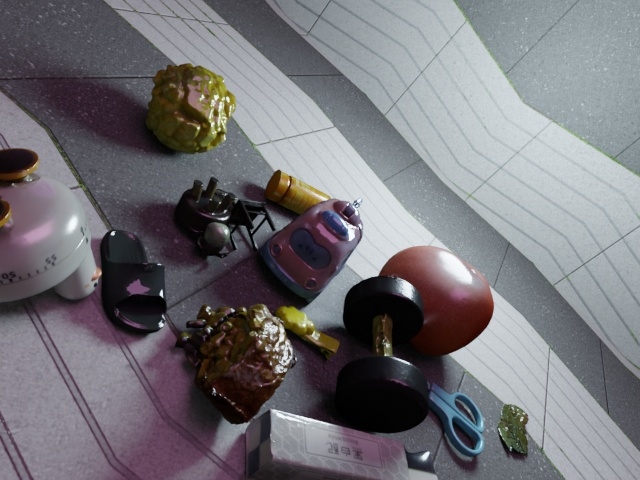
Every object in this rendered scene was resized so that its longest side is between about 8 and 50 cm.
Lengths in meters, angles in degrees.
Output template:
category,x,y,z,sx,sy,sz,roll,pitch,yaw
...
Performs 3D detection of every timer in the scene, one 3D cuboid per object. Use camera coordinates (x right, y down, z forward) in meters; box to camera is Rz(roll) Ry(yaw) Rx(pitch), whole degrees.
category,x,y,z,sx,sy,sz,roll,pitch,yaw
timer,-0.492,0.006,0.782,0.233,0.240,0.234,4,43,-4

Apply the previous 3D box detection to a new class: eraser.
category,x,y,z,sx,sy,sz,roll,pitch,yaw
eraser,0.051,0.430,0.936,0.403,0.098,0.096,25,37,-26

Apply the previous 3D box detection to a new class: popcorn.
category,x,y,z,sx,sy,sz,roll,pitch,yaw
popcorn,-0.360,-0.354,1.317,0.249,0.225,0.250,21,56,-34

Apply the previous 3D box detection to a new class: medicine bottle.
category,x,y,z,sx,sy,sz,roll,pitch,yaw
medicine bottle,-0.066,-0.132,1.478,0.191,0.096,0.096,26,35,-26

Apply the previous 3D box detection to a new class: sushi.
category,x,y,z,sx,sy,sz,roll,pitch,yaw
sushi,-0.157,0.213,0.918,0.179,0.166,0.296,57,33,-21

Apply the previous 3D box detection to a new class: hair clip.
category,x,y,z,sx,sy,sz,roll,pitch,yaw
hair clip,-0.034,0.215,1.146,0.173,0.046,0.072,40,28,-3

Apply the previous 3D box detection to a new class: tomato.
category,x,y,z,sx,sy,sz,roll,pitch,yaw
tomato,0.338,0.158,1.417,0.341,0.273,0.342,29,35,-22

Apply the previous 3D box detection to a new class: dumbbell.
category,x,y,z,sx,sy,sz,roll,pitch,yaw
dumbbell,0.144,0.259,1.133,0.203,0.204,0.323,32,36,-17

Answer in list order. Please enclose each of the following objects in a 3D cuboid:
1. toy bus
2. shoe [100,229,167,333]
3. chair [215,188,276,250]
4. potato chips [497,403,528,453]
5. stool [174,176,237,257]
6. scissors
category,x,y,z,sx,sy,sz,roll,pitch,yaw
toy bus,0.000,0.000,1.264,0.197,0.232,0.294,45,31,3
shoe,-0.357,0.059,0.926,0.108,0.093,0.241,9,43,-45
chair,-0.209,-0.085,1.255,0.084,0.101,0.213,5,49,-46
potato chips,0.585,0.567,1.448,0.209,0.026,0.142,-2,55,-49
stool,-0.265,-0.057,1.146,0.125,0.121,0.217,12,38,-43
scissors,0.267,0.386,1.300,0.447,0.029,0.192,41,31,0
